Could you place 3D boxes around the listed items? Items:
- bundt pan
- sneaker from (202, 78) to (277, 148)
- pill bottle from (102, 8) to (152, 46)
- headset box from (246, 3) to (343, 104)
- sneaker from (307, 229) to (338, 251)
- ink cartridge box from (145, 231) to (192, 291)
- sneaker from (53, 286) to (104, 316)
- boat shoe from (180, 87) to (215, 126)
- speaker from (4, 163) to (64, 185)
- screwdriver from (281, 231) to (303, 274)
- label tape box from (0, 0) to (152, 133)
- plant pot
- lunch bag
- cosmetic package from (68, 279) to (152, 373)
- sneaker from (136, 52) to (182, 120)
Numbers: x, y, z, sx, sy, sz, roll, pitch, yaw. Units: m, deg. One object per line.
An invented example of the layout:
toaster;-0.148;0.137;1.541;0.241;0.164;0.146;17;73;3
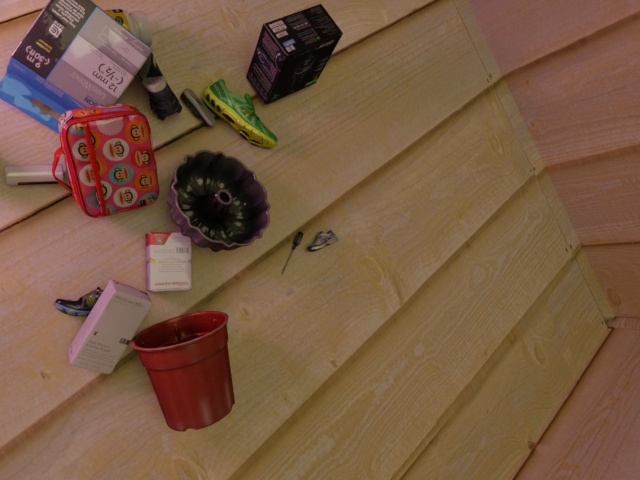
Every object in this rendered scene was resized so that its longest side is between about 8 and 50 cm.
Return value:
bundt pan;-0.323;-0.108;1.423;0.330;0.124;0.331;20;55;-31
sneaker;-0.251;-0.426;1.538;0.295;0.109;0.124;39;72;-21
pill bottle;-0.615;-0.611;1.343;0.208;0.119;0.119;-22;96;-30
headset box;-0.098;-0.620;1.555;0.246;0.283;0.131;-34;86;-29
sneaker;0.000;0.000;1.683;0.135;0.052;0.058;-25;88;-37
ink cartridge box;-0.463;0.065;1.392;0.127;0.072;0.175;1;85;-31
sneaker;-0.644;0.172;1.291;0.188;0.067;0.078;0;73;-32
boat shoe;-0.399;-0.428;1.494;0.142;0.040;0.049;52;26;-14
speaker;-0.778;-0.180;1.246;0.136;0.055;0.055;-7;89;-31
screwdriver;-0.106;0.044;1.633;0.025;0.024;0.170;28;77;6
label tape box;-0.659;-0.455;1.225;0.249;0.115;0.348;35;89;-33
plant pot;-0.373;0.377;1.321;0.272;0.272;0.266;-16;101;-30
lunch bag;-0.593;-0.216;1.253;0.258;0.120;0.294;-19;129;-31
cosmetic package;-0.576;0.237;1.256;0.117;0.085;0.231;30;93;-38
sneaker;-0.509;-0.475;1.415;0.086;0.163;0.226;-28;59;-7
